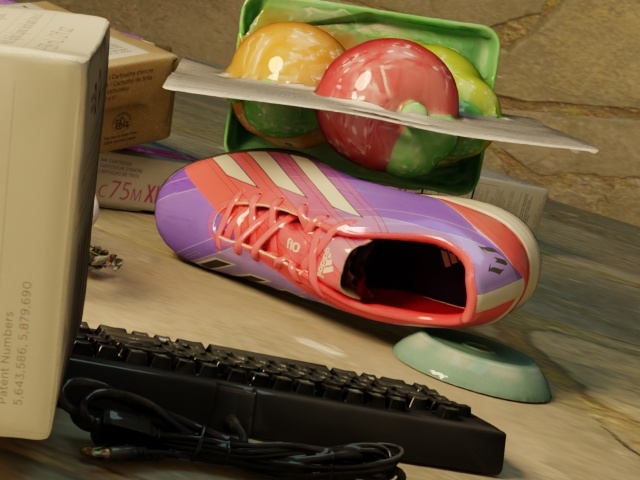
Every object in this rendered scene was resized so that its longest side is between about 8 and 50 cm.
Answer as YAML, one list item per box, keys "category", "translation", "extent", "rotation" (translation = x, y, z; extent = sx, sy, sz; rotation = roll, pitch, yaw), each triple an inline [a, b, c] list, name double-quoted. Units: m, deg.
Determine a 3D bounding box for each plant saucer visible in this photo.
- category: "plant saucer"
  translation: [0.111, 0.086, 0.998]
  extent: [0.119, 0.021, 0.119]
  rotation: [15, 8, -2]

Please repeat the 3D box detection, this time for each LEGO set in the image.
- category: "LEGO set"
  translation: [-0.165, 0.013, 0.979]
  extent: [0.054, 0.023, 0.083]
  rotation: [26, -4, 17]

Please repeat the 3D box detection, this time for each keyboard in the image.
- category: "keyboard"
  translation: [-0.048, 0.078, 0.708]
  extent: [0.317, 0.033, 0.201]
  rotation: [12, 9, -22]

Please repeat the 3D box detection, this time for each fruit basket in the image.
- category: "fruit basket"
  translation: [0.036, -0.106, 1.173]
  extent: [0.327, 0.165, 0.353]
  rotation: [8, 15, -5]

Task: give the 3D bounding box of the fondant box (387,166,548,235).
- category: "fondant box"
  translation: [0.108, -0.073, 1.834]
  extent: [0.238, 0.096, 0.330]
  rotation: [23, 10, 42]

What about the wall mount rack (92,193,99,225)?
- category: "wall mount rack"
  translation: [-0.296, -0.119, 0.944]
  extent: [0.350, 0.130, 0.304]
  rotation: [50, 10, -4]

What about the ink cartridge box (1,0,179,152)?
- category: "ink cartridge box"
  translation: [-0.276, -0.141, 1.236]
  extent: [0.193, 0.088, 0.235]
  rotation: [27, 29, 33]

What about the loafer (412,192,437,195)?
- category: "loafer"
  translation: [0.043, -0.003, 1.244]
  extent: [0.268, 0.096, 0.084]
  rotation: [6, 6, -41]

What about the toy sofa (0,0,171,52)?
- category: "toy sofa"
  translation: [-0.377, -0.214, 1.662]
  extent: [0.363, 0.150, 0.177]
  rotation: [17, 7, 9]

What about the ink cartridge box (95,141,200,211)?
- category: "ink cartridge box"
  translation: [-0.262, -0.096, 1.403]
  extent: [0.311, 0.065, 0.186]
  rotation: [20, 8, 39]

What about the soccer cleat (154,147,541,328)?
- category: "soccer cleat"
  translation: [0.000, 0.000, 1.037]
  extent: [0.318, 0.108, 0.116]
  rotation: [12, 17, 23]

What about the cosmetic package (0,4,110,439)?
- category: "cosmetic package"
  translation: [-0.188, -0.022, 0.569]
  extent: [0.184, 0.151, 0.151]
  rotation: [6, 14, -7]
